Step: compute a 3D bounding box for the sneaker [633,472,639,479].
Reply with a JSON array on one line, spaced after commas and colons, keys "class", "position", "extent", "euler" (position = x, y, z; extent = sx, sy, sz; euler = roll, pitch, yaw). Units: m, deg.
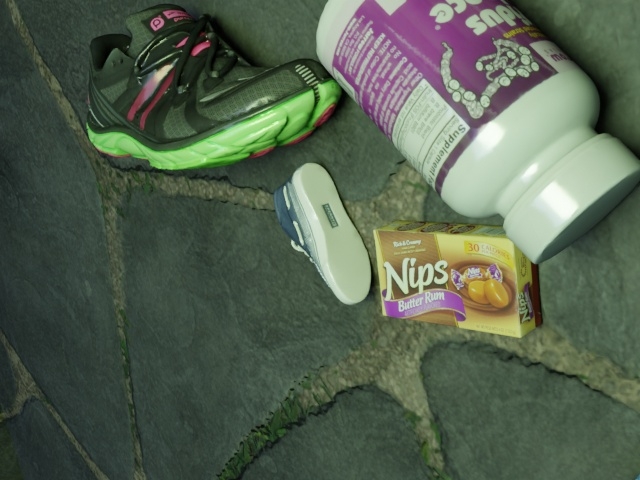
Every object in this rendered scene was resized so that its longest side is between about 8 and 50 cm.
[{"class": "sneaker", "position": [0.354, 0.149, 0.647], "extent": [0.147, 0.130, 0.330], "euler": [59, 134, 33]}]

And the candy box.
[{"class": "candy box", "position": [0.149, 0.038, 0.844], "extent": [0.187, 0.053, 0.109], "euler": [5, 108, 43]}]

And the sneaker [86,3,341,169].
[{"class": "sneaker", "position": [-0.181, -0.208, 0.994], "extent": [0.483, 0.185, 0.202], "euler": [10, 115, 42]}]

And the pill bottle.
[{"class": "pill bottle", "position": [0.145, -0.129, 0.701], "extent": [0.301, 0.169, 0.169], "euler": [51, 134, 19]}]

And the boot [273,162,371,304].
[{"class": "boot", "position": [0.000, 0.000, 0.979], "extent": [0.086, 0.069, 0.190], "euler": [-34, 72, 53]}]
